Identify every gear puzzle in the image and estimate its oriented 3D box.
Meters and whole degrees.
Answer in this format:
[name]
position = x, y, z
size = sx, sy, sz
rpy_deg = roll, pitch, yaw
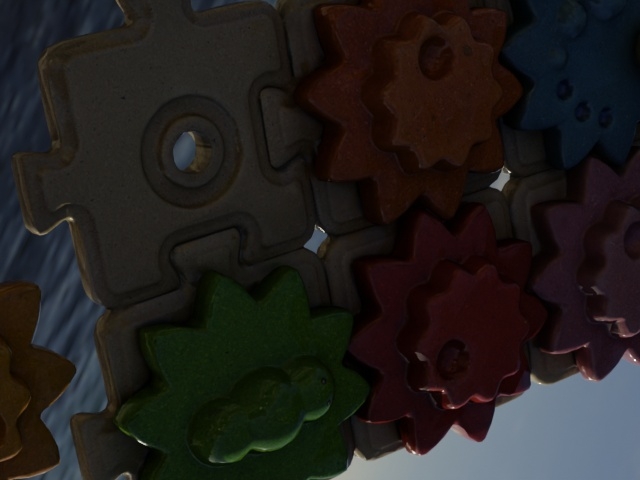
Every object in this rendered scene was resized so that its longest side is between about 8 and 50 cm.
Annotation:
[gear puzzle]
position = 0.000, 0.000, 0.416
size = 0.044, 0.339, 0.175
rpy_deg = 12, -64, 55
